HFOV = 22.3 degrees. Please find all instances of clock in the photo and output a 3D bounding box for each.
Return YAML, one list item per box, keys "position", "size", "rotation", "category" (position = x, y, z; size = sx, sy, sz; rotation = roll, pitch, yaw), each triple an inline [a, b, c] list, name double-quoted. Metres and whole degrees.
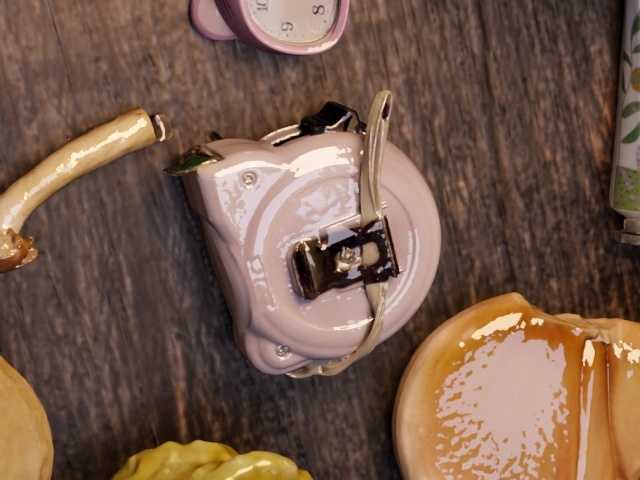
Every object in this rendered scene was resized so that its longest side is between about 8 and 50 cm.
- position: [-0.034, -0.206, 1.158]
  size: [0.110, 0.050, 0.153]
  rotation: [-2, 104, -20]
  category: "clock"

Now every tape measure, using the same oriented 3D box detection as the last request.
- position: [0.002, -0.004, 1.193]
  size: [0.178, 0.105, 0.196]
  rotation: [-27, 110, -13]
  category: "tape measure"

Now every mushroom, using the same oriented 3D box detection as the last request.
- position: [-0.181, -0.036, 1.143]
  size: [0.187, 0.061, 0.060]
  rotation: [-36, 141, -14]
  category: "mushroom"

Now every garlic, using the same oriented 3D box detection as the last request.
- position: [0.159, 0.157, 1.294]
  size: [0.217, 0.110, 0.228]
  rotation: [17, 85, -11]
  category: "garlic"

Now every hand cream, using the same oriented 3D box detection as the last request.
- position: [0.264, -0.124, 1.296]
  size: [0.088, 0.055, 0.256]
  rotation: [1, 96, -25]
  category: "hand cream"

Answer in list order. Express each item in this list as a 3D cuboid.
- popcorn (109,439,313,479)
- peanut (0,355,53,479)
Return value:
- position: [-0.110, 0.279, 1.187]
  size: [0.286, 0.174, 0.225]
  rotation: [-29, 119, -11]
  category: "popcorn"
- position: [-0.338, 0.107, 1.069]
  size: [0.340, 0.158, 0.174]
  rotation: [30, 90, -18]
  category: "peanut"
